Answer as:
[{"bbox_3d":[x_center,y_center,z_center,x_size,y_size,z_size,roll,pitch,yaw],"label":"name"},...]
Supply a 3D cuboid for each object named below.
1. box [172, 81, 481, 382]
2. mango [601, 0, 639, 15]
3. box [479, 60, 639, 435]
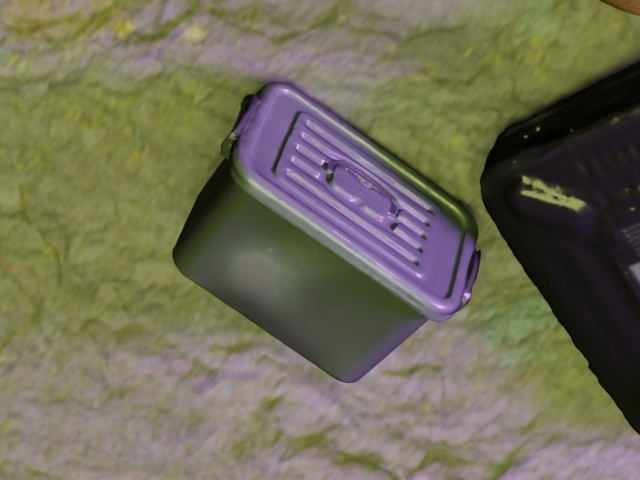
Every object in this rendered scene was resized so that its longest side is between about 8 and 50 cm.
[{"bbox_3d":[0.000,0.000,1.529,0.243,0.163,0.135,34,124,-11],"label":"box"},{"bbox_3d":[0.208,-0.334,1.306,0.221,0.199,0.384,-21,119,7],"label":"mango"},{"bbox_3d":[0.349,-0.004,1.501,0.359,0.091,0.350,-25,114,29],"label":"box"}]
